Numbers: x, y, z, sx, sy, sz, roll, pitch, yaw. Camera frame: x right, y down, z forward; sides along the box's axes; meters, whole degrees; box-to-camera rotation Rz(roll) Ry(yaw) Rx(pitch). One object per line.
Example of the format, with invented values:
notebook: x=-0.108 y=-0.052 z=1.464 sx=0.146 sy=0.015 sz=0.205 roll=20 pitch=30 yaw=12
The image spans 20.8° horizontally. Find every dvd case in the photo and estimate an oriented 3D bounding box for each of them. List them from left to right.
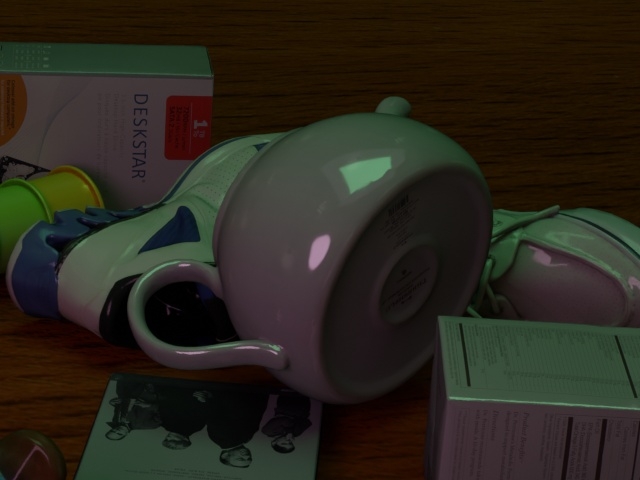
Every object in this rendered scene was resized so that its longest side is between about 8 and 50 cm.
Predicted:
dvd case: x=-0.091 y=0.172 z=1.323 sx=0.179 sy=0.029 sz=0.238 roll=5 pitch=24 yaw=1

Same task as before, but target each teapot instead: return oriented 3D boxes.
teapot: x=0.000 y=0.000 z=1.406 sx=0.187 sy=0.252 sz=0.256 roll=29 pitch=9 yaw=33

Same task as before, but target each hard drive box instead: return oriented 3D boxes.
hard drive box: x=-0.227 y=-0.098 z=1.720 sx=0.232 sy=0.181 sz=0.089 roll=0 pitch=25 yaw=-9

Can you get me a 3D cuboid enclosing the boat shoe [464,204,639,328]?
boat shoe: x=0.134 y=0.028 z=1.557 sx=0.367 sy=0.135 sz=0.156 roll=19 pitch=28 yaw=35

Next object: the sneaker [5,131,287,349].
sneaker: x=-0.101 y=0.025 z=1.558 sx=0.315 sy=0.127 sz=0.182 roll=-25 pitch=41 yaw=-35

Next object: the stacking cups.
stacking cups: x=-0.336 y=0.011 z=1.550 sx=0.096 sy=0.096 sz=0.316 roll=23 pitch=28 yaw=35

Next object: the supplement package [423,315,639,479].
supplement package: x=0.205 y=0.150 z=1.295 sx=0.244 sy=0.134 sz=0.139 roll=4 pitch=24 yaw=0

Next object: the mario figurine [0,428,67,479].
mario figurine: x=-0.243 y=0.210 z=1.017 sx=0.198 sy=0.170 sz=0.320 roll=44 pitch=28 yaw=16

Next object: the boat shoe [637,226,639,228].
boat shoe: x=0.376 y=0.034 z=1.637 sx=0.109 sy=0.089 sz=0.258 roll=-11 pitch=29 yaw=-31
